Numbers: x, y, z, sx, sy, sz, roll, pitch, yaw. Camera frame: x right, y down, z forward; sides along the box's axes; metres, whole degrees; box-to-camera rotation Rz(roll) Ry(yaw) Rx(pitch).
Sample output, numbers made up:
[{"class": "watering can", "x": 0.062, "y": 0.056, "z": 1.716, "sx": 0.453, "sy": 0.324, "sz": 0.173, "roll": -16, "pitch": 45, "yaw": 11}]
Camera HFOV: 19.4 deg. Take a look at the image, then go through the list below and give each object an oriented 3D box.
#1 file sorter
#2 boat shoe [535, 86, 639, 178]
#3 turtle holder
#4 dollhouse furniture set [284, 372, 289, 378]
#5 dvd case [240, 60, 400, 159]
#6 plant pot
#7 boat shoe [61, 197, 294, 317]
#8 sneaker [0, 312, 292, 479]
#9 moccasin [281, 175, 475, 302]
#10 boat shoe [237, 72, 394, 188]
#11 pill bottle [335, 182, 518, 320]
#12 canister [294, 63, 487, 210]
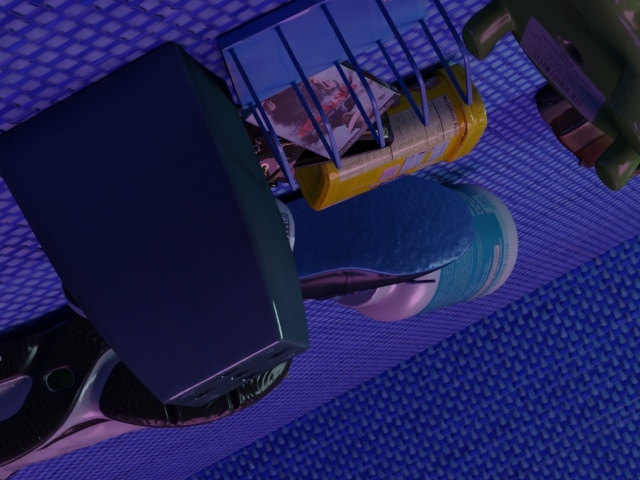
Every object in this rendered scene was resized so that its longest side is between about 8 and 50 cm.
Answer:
[{"class": "file sorter", "x": 0.024, "y": -0.129, "z": 1.467, "sx": 0.170, "sy": 0.104, "sz": 0.118, "roll": -27, "pitch": 161, "yaw": -3}, {"class": "boat shoe", "x": 0.349, "y": -0.126, "z": 2.204, "sx": 0.122, "sy": 0.120, "sz": 0.324, "roll": -32, "pitch": 167, "yaw": 25}, {"class": "turtle holder", "x": 0.237, "y": -0.211, "z": 1.384, "sx": 0.227, "sy": 0.243, "sz": 0.320, "roll": -40, "pitch": 143, "yaw": -7}, {"class": "dollhouse furniture set", "x": -0.146, "y": 0.134, "z": 2.228, "sx": 0.129, "sy": 0.129, "sz": 0.183, "roll": -29, "pitch": 169, "yaw": 13}, {"class": "dvd case", "x": 0.001, "y": -0.116, "z": 1.588, "sx": 0.087, "sy": 0.013, "sz": 0.119, "roll": -45, "pitch": 141, "yaw": 20}, {"class": "plant pot", "x": -0.115, "y": 0.003, "z": 1.449, "sx": 0.165, "sy": 0.234, "sz": 0.165, "roll": -28, "pitch": 169, "yaw": 7}, {"class": "boat shoe", "x": -0.158, "y": 0.013, "z": 1.659, "sx": 0.105, "sy": 0.113, "sz": 0.306, "roll": 13, "pitch": 168, "yaw": -39}, {"class": "sneaker", "x": -0.266, "y": 0.159, "z": 2.098, "sx": 0.447, "sy": 0.169, "sz": 0.257, "roll": -14, "pitch": 173, "yaw": -21}, {"class": "moccasin", "x": 0.000, "y": 0.000, "z": 2.038, "sx": 0.342, "sy": 0.138, "sz": 0.117, "roll": -5, "pitch": 164, "yaw": -25}, {"class": "boat shoe", "x": -0.036, "y": -0.084, "z": 1.655, "sx": 0.227, "sy": 0.069, "sz": 0.081, "roll": -21, "pitch": 168, "yaw": -27}, {"class": "pill bottle", "x": 0.112, "y": 0.015, "z": 2.236, "sx": 0.146, "sy": 0.146, "sz": 0.264, "roll": -35, "pitch": 166, "yaw": 36}, {"class": "canister", "x": 0.063, "y": -0.097, "z": 1.814, "sx": 0.169, "sy": 0.073, "sz": 0.126, "roll": -22, "pitch": 168, "yaw": -15}]
